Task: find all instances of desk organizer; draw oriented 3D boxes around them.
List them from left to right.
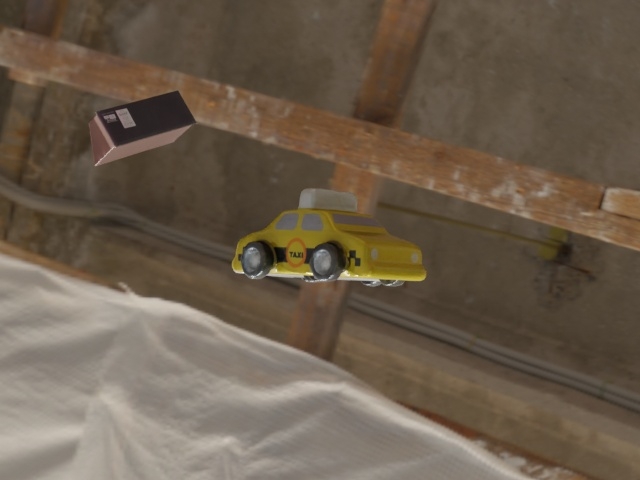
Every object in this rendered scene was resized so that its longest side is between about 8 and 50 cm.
[{"bbox_3d":[-0.211,-0.129,1.373,0.050,0.130,0.047,-35,-98,42],"label":"desk organizer"}]

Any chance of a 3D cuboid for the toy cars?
[{"bbox_3d":[0.000,0.000,1.218,0.177,0.394,0.087,4,-93,-4],"label":"toy cars"}]
